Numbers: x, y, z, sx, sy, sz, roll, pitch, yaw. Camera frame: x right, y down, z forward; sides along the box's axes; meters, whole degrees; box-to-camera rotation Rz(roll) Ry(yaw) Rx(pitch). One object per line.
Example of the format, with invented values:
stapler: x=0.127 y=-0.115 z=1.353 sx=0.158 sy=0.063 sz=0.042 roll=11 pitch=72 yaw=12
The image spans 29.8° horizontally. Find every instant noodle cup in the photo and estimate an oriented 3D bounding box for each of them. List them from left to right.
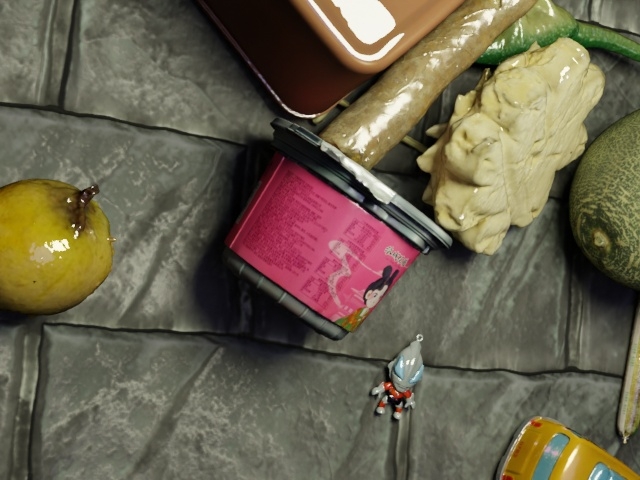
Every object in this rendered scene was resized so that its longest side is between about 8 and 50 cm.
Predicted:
instant noodle cup: x=0.000 y=0.000 z=1.415 sx=0.182 sy=0.258 sz=0.302 roll=-55 pitch=138 yaw=0

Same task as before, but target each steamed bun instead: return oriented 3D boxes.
steamed bun: x=0.235 y=-0.138 z=1.534 sx=0.292 sy=0.137 sz=0.295 roll=-20 pitch=136 yaw=-44

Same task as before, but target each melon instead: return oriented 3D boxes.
melon: x=0.482 y=-0.068 z=1.618 sx=0.329 sy=0.248 sz=0.249 roll=-30 pitch=101 yaw=-29

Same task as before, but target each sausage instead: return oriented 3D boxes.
sausage: x=0.457 y=0.156 z=1.717 sx=0.032 sy=0.033 sz=0.269 roll=14 pitch=83 yaw=-23

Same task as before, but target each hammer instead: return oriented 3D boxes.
hammer: x=0.077 y=-0.139 z=1.556 sx=0.195 sy=0.028 sz=0.060 roll=27 pitch=82 yaw=-23

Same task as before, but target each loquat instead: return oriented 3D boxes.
loquat: x=-0.318 y=0.013 z=1.310 sx=0.149 sy=0.204 sz=0.172 roll=66 pitch=23 yaw=3

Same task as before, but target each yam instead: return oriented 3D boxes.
yam: x=0.144 y=-0.220 z=1.495 sx=0.356 sy=0.081 sz=0.081 roll=-44 pitch=106 yaw=-10

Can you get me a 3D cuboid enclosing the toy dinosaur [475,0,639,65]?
toy dinosaur: x=0.310 y=-0.241 z=1.628 sx=0.447 sy=0.087 sz=0.301 roll=-37 pitch=102 yaw=-16

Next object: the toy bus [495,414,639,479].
toy bus: x=0.354 y=0.334 z=1.613 sx=0.209 sy=0.136 sz=0.126 roll=36 pitch=76 yaw=-21

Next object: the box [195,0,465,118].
box: x=-0.010 y=-0.345 z=1.393 sx=0.239 sy=0.229 sz=0.339 roll=-42 pitch=99 yaw=-17

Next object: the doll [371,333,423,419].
doll: x=0.107 y=0.174 z=1.558 sx=0.057 sy=0.039 sz=0.114 roll=22 pitch=91 yaw=12
